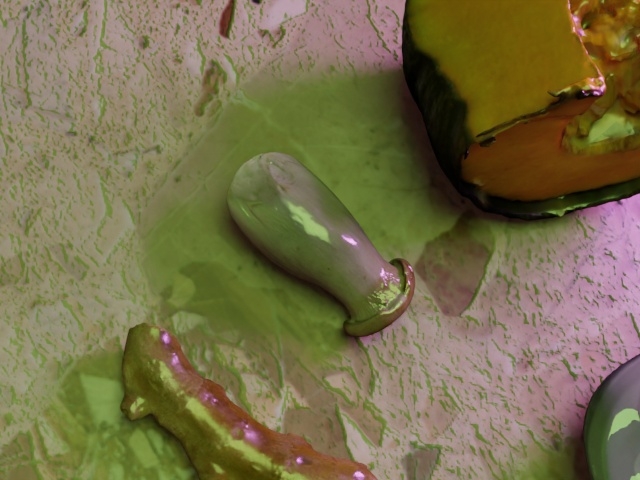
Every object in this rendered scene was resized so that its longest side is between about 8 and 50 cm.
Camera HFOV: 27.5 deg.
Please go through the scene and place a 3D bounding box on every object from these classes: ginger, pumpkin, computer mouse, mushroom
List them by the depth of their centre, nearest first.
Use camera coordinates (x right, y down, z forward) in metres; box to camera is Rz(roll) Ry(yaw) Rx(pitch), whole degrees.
[{"bbox_3d":[-0.070,0.185,1.201,0.299,0.065,0.118,40,61,8],"label":"ginger"},{"bbox_3d":[-0.001,0.001,1.281,0.212,0.088,0.097,38,33,-2],"label":"mushroom"},{"bbox_3d":[0.392,0.182,1.293,0.331,0.095,0.197,-22,83,-30],"label":"computer mouse"},{"bbox_3d":[0.237,-0.160,1.312,0.303,0.256,0.225,10,59,-34],"label":"pumpkin"}]
